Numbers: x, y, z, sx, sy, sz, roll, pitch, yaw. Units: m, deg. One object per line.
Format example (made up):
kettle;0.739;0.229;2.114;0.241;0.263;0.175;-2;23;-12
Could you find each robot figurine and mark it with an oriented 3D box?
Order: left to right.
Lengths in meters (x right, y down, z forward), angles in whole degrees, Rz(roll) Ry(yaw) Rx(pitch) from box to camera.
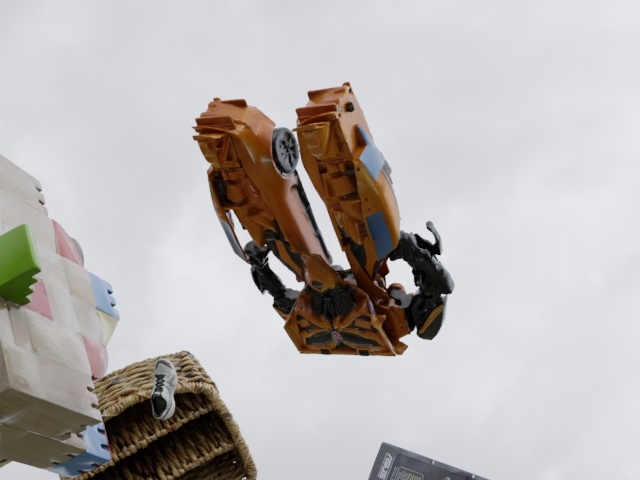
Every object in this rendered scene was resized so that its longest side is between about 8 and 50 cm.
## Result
robot figurine;0.000;0.000;0.972;0.211;0.085;0.291;-2;-54;30

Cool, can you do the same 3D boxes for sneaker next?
sneaker;-0.214;0.203;1.452;0.032;0.037;0.083;-5;-94;14

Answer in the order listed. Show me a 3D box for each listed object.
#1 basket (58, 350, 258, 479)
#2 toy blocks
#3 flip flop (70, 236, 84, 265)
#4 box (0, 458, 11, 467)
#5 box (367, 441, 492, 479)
basket;-0.289;0.349;1.795;0.299;0.223;0.213;-26;-49;-12
toy blocks;-0.299;0.070;1.067;0.191;0.381;0.261;-27;-28;10
flip flop;-0.473;0.059;1.514;0.277;0.112;0.080;-11;-14;-6
box;-0.496;0.294;1.563;0.232;0.087;0.058;-30;-29;-16
box;0.129;0.410;1.440;0.183;0.231;0.056;17;-25;14
